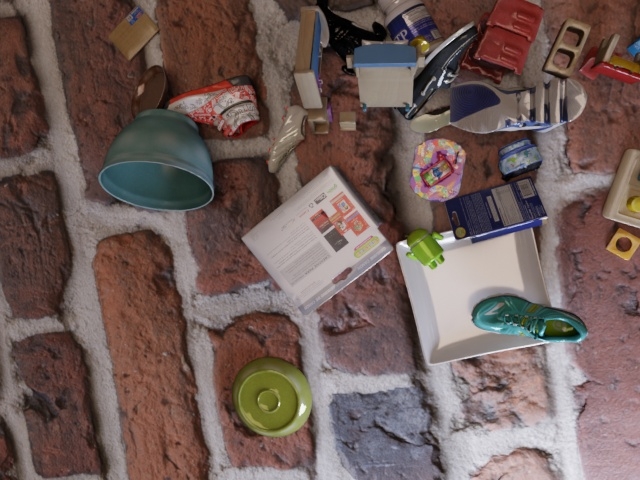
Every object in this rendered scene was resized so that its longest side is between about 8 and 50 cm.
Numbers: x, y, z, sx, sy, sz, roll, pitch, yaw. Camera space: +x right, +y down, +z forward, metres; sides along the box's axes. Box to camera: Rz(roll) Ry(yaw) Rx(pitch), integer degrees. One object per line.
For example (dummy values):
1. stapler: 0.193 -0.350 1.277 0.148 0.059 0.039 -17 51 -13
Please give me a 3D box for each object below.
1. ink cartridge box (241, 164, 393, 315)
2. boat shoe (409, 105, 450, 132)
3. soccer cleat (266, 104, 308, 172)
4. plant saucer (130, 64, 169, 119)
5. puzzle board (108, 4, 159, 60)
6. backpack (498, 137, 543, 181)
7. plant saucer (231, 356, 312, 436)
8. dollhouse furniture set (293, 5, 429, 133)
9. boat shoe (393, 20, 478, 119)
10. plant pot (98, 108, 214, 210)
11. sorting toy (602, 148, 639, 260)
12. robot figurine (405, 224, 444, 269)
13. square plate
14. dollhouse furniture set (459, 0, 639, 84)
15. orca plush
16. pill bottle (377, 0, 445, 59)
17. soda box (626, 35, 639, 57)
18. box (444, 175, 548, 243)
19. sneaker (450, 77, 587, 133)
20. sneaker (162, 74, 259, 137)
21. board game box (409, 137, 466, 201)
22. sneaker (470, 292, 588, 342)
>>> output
1. ink cartridge box: 0.000 0.000 1.570 0.309 0.130 0.271 -38 89 12
2. boat shoe: 0.297 -0.314 1.527 0.133 0.042 0.048 -15 113 12
3. soccer cleat: -0.086 -0.269 1.594 0.076 0.068 0.196 23 96 5
4. plant saucer: -0.470 -0.403 1.638 0.169 0.029 0.168 -14 69 40
5. puzzle board: -0.530 -0.590 1.677 0.128 0.011 0.096 -41 86 11
6. backpack: 0.490 -0.204 1.460 0.105 0.114 0.084 -23 85 13
7. plant saucer: -0.145 0.456 1.690 0.241 0.037 0.240 1 96 11
8. dollhouse furniture set: 0.111 -0.421 1.449 0.304 0.286 0.198 2 68 10
9. boat shoe: 0.285 -0.406 1.435 0.091 0.114 0.302 52 145 0
10. plant pot: -0.423 -0.225 1.577 0.293 0.293 0.196 -2 68 11
11. sorting toy: 0.818 -0.112 1.440 0.196 0.047 0.347 18 99 9
12. robot figurine: 0.267 0.019 1.503 0.101 0.067 0.115 -42 83 25
13. square plate: 0.406 0.128 1.544 0.348 0.049 0.343 -14 92 12
14. dollhouse furniture set: 0.542 -0.427 1.394 0.374 0.201 0.152 21 99 2
15. orca plush: 0.085 -0.530 1.515 0.151 0.102 0.287 -33 88 12
16. pill bottle: 0.226 -0.538 1.482 0.112 0.112 0.186 -30 89 12
17. soda box: 0.835 -0.413 1.395 0.067 0.071 0.210 -44 86 11
18. box: 0.438 -0.073 1.487 0.225 0.036 0.136 -15 53 11
19. sneaker: 0.482 -0.312 1.436 0.316 0.182 0.127 5 92 28
20. sneaker: -0.299 -0.341 1.615 0.270 0.090 0.144 -17 90 10
21. board game box: 0.305 -0.184 1.541 0.133 0.033 0.168 11 97 10
22. sneaker: 0.512 0.195 1.449 0.276 0.110 0.106 6 97 10
